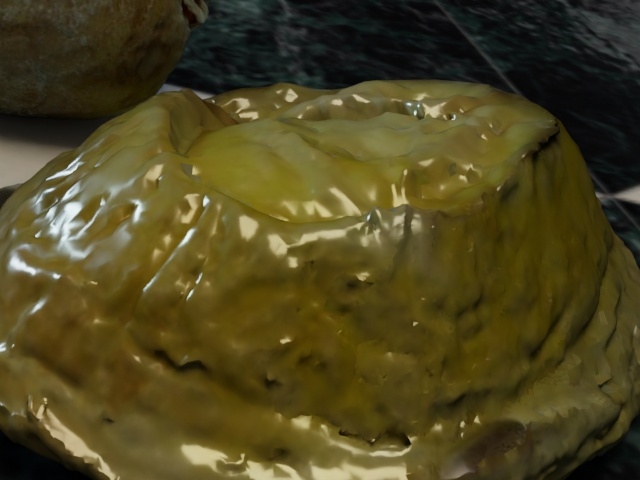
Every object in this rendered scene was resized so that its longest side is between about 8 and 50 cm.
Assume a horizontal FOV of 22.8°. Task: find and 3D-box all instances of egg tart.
[{"bbox_3d":[0.000,0.000,0.504,0.252,0.098,0.232,-1,29,-18],"label":"egg tart"}]

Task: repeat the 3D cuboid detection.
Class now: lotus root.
[{"bbox_3d":[-0.139,-0.105,0.626,0.192,0.088,0.113,12,36,-2],"label":"lotus root"}]
